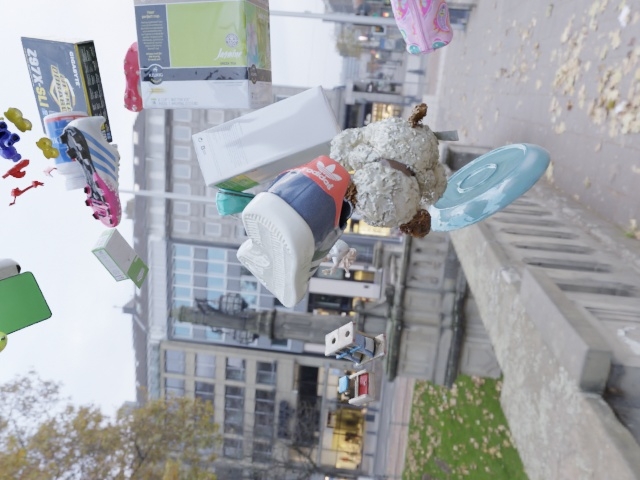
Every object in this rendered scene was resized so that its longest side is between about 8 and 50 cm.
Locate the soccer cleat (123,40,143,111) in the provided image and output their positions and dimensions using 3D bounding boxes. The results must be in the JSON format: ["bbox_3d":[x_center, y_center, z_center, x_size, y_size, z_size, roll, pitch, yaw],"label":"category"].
[{"bbox_3d":[-0.633,-0.567,1.874,0.095,0.083,0.247,-69,-6,-66],"label":"soccer cleat"}]

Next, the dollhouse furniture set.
[{"bbox_3d":[0.101,0.351,1.538,0.129,0.129,0.183,-37,38,42],"label":"dollhouse furniture set"}]

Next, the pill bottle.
[{"bbox_3d":[-0.730,-0.262,1.604,0.124,0.125,0.221,-58,-42,-80],"label":"pill bottle"}]

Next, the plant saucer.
[{"bbox_3d":[0.379,-0.135,1.272,0.043,0.318,0.317,51,-161,-14],"label":"plant saucer"}]

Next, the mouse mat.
[{"bbox_3d":[-0.849,0.178,1.464,0.007,0.190,0.152,-35,81,51],"label":"mouse mat"}]

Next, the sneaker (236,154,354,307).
[{"bbox_3d":[-0.029,-0.007,0.793,0.148,0.131,0.350,-46,-3,-20],"label":"sneaker"}]

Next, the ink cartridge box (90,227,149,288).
[{"bbox_3d":[-0.698,0.070,1.892,0.108,0.062,0.209,-84,-28,-50],"label":"ink cartridge box"}]

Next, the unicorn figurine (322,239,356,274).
[{"bbox_3d":[0.000,0.000,1.057,0.111,0.162,0.060,-51,-1,-40],"label":"unicorn figurine"}]

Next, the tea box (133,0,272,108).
[{"bbox_3d":[-0.328,-0.544,1.561,0.220,0.329,0.323,-50,-38,-70],"label":"tea box"}]

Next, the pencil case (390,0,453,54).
[{"bbox_3d":[0.209,-0.562,1.215,0.284,0.124,0.124,57,-149,-43],"label":"pencil case"}]

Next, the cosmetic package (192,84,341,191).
[{"bbox_3d":[-0.129,-0.262,1.458,0.197,0.366,0.155,14,-122,-78],"label":"cosmetic package"}]

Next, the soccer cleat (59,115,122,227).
[{"bbox_3d":[-0.617,-0.197,1.553,0.143,0.116,0.331,-47,-41,-45],"label":"soccer cleat"}]

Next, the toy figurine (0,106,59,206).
[{"bbox_3d":[-0.861,-0.271,1.339,0.191,0.217,0.362,-55,-46,-22],"label":"toy figurine"}]

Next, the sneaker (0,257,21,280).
[{"bbox_3d":[-1.095,0.074,1.587,0.323,0.236,0.130,-31,-20,-36],"label":"sneaker"}]

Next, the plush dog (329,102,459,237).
[{"bbox_3d":[0.140,-0.123,1.043,0.210,0.263,0.225,125,165,-63],"label":"plush dog"}]

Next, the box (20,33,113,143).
[{"bbox_3d":[-0.800,-0.474,1.710,0.079,0.257,0.321,-39,-43,-49],"label":"box"}]

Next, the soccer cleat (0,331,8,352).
[{"bbox_3d":[-0.819,0.306,1.230,0.289,0.094,0.121,-87,16,-66],"label":"soccer cleat"}]

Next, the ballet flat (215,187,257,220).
[{"bbox_3d":[-0.164,-0.087,1.444,0.083,0.248,0.087,29,112,56],"label":"ballet flat"}]
